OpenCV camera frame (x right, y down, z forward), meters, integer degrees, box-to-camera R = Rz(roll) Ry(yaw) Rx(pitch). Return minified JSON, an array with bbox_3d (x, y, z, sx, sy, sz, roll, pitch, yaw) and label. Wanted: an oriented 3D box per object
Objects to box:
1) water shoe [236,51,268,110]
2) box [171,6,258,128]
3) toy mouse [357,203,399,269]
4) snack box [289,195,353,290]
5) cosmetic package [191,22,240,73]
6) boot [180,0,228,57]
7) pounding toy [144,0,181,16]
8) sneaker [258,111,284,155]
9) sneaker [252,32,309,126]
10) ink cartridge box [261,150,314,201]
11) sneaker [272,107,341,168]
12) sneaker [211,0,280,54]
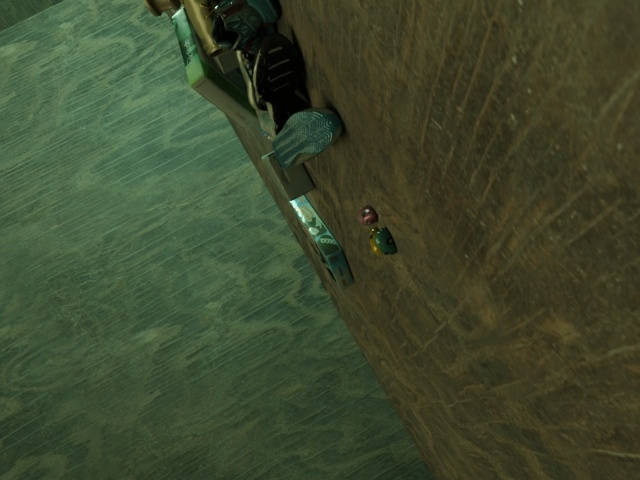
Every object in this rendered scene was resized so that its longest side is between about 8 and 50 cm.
[{"bbox_3d":[-0.137,-0.402,1.558,0.080,0.073,0.203,13,134,29],"label":"water shoe"},{"bbox_3d":[-0.302,-0.491,1.889,0.232,0.058,0.322,34,-153,-49],"label":"box"},{"bbox_3d":[0.110,-0.019,1.338,0.161,0.031,0.143,59,174,17],"label":"toy mouse"},{"bbox_3d":[0.000,0.000,2.245,0.322,0.060,0.187,56,172,42],"label":"snack box"},{"bbox_3d":[-0.258,-0.536,1.739,0.239,0.099,0.060,56,170,40],"label":"cosmetic package"},{"bbox_3d":[-0.231,-0.515,1.413,0.203,0.095,0.262,65,155,-7],"label":"boot"},{"bbox_3d":[-0.378,-0.689,1.766,0.269,0.155,0.154,-25,-76,-65],"label":"pounding toy"},{"bbox_3d":[-0.117,-0.310,1.828,0.190,0.071,0.083,56,155,38],"label":"sneaker"},{"bbox_3d":[-0.090,-0.324,1.301,0.271,0.100,0.108,81,165,-74],"label":"sneaker"},{"bbox_3d":[-0.101,-0.205,2.001,0.153,0.087,0.208,63,175,-11],"label":"ink cartridge box"},{"bbox_3d":[-0.015,-0.209,1.283,0.087,0.092,0.229,64,155,-6],"label":"sneaker"},{"bbox_3d":[-0.156,-0.417,1.273,0.104,0.125,0.262,62,174,0],"label":"sneaker"}]
